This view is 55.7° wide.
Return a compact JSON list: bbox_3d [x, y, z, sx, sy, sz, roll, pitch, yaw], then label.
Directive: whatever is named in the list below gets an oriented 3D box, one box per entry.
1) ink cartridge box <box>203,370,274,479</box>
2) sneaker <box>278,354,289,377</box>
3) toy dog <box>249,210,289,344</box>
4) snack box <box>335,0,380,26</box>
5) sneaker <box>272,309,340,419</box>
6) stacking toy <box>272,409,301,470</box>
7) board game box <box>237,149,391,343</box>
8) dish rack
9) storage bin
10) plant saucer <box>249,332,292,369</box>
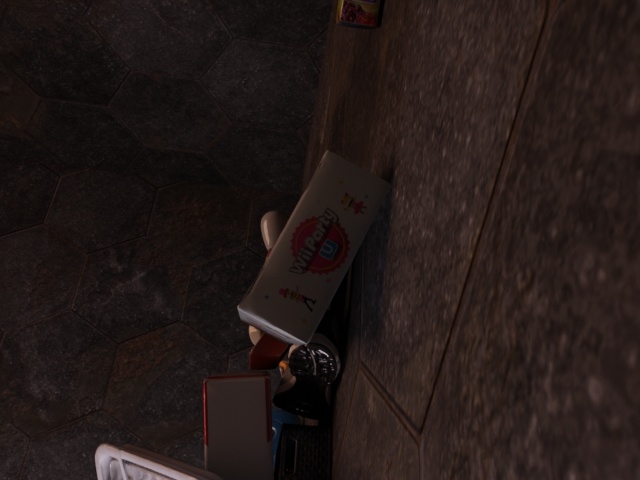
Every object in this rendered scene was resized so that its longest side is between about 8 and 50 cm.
[{"bbox_3d":[-0.145,0.342,1.102,0.273,0.114,0.197,123,144,-78],"label":"ink cartridge box"},{"bbox_3d":[-0.069,0.349,1.560,0.215,0.084,0.083,-127,40,-82],"label":"sneaker"},{"bbox_3d":[-0.072,0.107,1.501,0.161,0.220,0.334,16,-93,-63],"label":"toy dog"},{"bbox_3d":[0.075,-0.479,1.048,0.174,0.070,0.207,-96,15,-73],"label":"snack box"},{"bbox_3d":[-0.013,0.225,1.053,0.271,0.100,0.108,108,180,-46],"label":"sneaker"},{"bbox_3d":[-0.119,0.604,1.576,0.166,0.175,0.302,-101,4,-59],"label":"stacking toy"},{"bbox_3d":[-0.020,0.030,0.854,0.224,0.097,0.303,-61,0,-11],"label":"board game box"},{"bbox_3d":[-0.222,0.464,0.951,0.333,0.072,0.285,-2,98,42],"label":"dish rack"},{"bbox_3d":[-0.035,0.401,1.031,0.180,0.084,0.122,101,174,-50],"label":"storage bin"},{"bbox_3d":[-0.039,0.134,1.136,0.258,0.047,0.259,-54,-6,-18],"label":"plant saucer"}]
